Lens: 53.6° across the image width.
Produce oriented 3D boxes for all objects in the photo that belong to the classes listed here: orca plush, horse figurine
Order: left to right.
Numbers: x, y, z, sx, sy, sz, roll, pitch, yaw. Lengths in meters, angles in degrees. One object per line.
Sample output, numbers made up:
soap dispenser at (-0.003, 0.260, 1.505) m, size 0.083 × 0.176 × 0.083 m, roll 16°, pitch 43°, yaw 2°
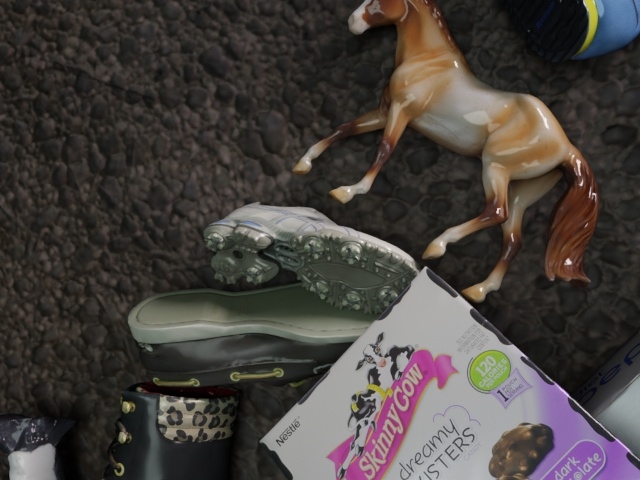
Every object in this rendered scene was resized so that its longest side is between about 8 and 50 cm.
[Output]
orca plush at (-0.294, 0.298, 0.568) m, size 0.102 × 0.151 × 0.287 m, roll -4°, pitch 93°, yaw 45°
horse figurine at (0.101, -0.071, 0.472) m, size 0.263 × 0.066 × 0.174 m, roll 37°, pitch 86°, yaw 19°

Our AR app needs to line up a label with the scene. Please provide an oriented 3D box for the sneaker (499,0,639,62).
sneaker at (0.163, -0.224, 0.470) m, size 0.082 × 0.069 × 0.209 m, roll -20°, pitch 73°, yaw -22°

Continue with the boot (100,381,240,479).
boot at (-0.178, 0.205, 0.512) m, size 0.236 × 0.085 × 0.179 m, roll 6°, pitch 89°, yaw -19°

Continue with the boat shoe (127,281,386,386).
boat shoe at (-0.038, 0.080, 0.513) m, size 0.227 × 0.081 × 0.069 m, roll -1°, pitch 114°, yaw 8°

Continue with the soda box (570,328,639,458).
soda box at (0.227, 0.136, 0.436) m, size 0.098 × 0.091 × 0.286 m, roll 43°, pitch 100°, yaw 12°

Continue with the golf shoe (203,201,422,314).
golf shoe at (0.000, 0.000, 0.494) m, size 0.176 × 0.086 × 0.069 m, roll 14°, pitch 127°, yaw 18°

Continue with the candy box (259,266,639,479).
candy box at (0.085, 0.143, 0.396) m, size 0.165 × 0.070 × 0.196 m, roll -48°, pitch 61°, yaw 4°
